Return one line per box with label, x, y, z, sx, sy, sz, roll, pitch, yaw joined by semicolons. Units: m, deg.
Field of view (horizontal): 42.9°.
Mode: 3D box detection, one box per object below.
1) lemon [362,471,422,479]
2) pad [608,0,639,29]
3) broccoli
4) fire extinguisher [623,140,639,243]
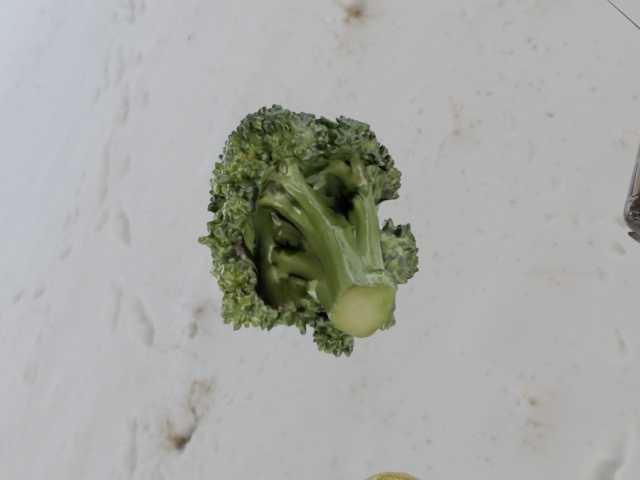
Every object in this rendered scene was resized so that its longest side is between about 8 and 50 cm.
lemon;0.134;0.506;1.476;0.206;0.173;0.173;-16;41;-7
pad;0.572;-0.319;1.361;0.005;0.202;0.299;-48;32;25
broccoli;-0.011;0.001;0.913;0.235;0.288;0.259;-35;42;43
fire extinguisher;0.631;-0.112;1.515;0.114;0.135;0.337;-14;43;47
